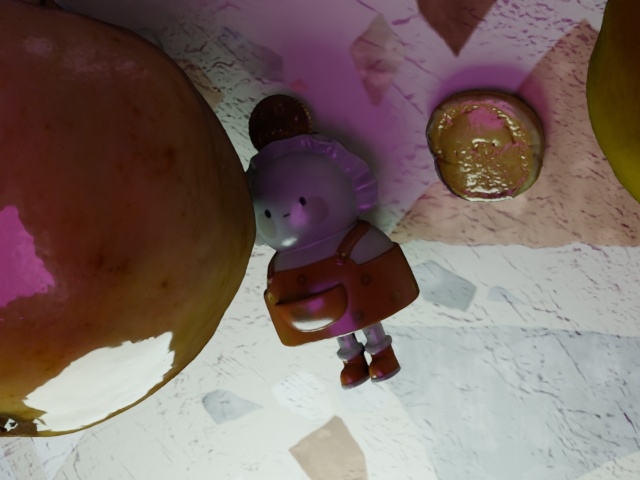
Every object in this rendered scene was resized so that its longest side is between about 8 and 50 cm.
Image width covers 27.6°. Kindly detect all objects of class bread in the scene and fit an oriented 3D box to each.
[{"bbox_3d":[0.142,-0.081,1.127,0.110,0.024,0.110,9,125,13],"label":"bread"}]

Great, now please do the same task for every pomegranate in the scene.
[{"bbox_3d":[-0.258,-0.031,1.107,0.412,0.411,0.411,10,125,14],"label":"pomegranate"}]

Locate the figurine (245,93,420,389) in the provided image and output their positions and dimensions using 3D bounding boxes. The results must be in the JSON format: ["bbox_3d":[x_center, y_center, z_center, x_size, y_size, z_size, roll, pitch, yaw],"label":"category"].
[{"bbox_3d":[0.004,0.001,1.181,0.143,0.143,0.271,-18,81,29],"label":"figurine"}]

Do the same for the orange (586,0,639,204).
[{"bbox_3d":[0.325,-0.110,0.908,0.279,0.235,0.279,11,118,22],"label":"orange"}]
